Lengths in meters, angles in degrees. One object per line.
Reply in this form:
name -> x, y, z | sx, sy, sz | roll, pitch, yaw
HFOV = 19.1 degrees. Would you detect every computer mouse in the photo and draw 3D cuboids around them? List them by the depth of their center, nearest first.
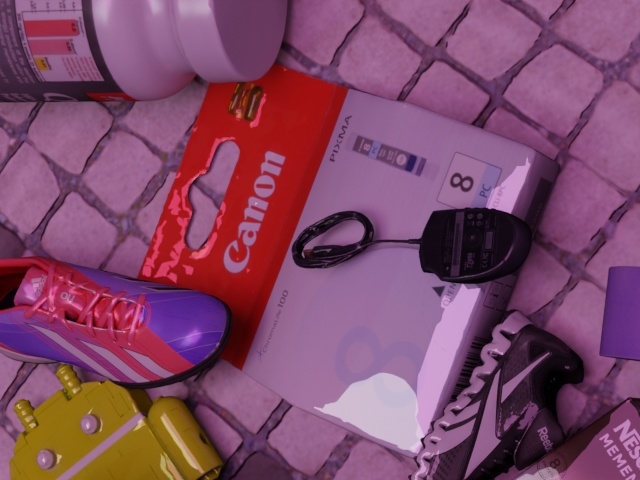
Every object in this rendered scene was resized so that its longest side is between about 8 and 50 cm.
computer mouse -> 0.084, 0.007, 1.750 | 0.242, 0.041, 0.071 | 1, 74, 30

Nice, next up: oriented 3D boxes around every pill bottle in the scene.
pill bottle -> -0.233, -0.242, 1.906 | 0.363, 0.210, 0.210 | 2, 85, 24

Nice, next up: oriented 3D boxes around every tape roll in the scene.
tape roll -> 0.338, 0.072, 1.640 | 0.189, 0.189, 0.080 | 5, 87, 23

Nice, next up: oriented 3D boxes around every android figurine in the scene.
android figurine -> -0.215, 0.255, 1.930 | 0.248, 0.056, 0.273 | -37, 74, 16

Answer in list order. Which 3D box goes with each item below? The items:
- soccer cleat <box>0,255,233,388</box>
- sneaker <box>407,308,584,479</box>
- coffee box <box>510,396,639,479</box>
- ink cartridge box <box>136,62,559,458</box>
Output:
soccer cleat -> -0.233, 0.071, 1.888 | 0.318, 0.116, 0.109 | 5, 62, 35
sneaker -> 0.163, 0.177, 1.730 | 0.106, 0.078, 0.234 | 23, 71, 28
coffee box -> 0.298, 0.278, 1.684 | 0.141, 0.098, 0.246 | -37, 72, 16
ink cartridge box -> 0.000, 0.000, 1.847 | 0.385, 0.091, 0.308 | 22, 93, 22
